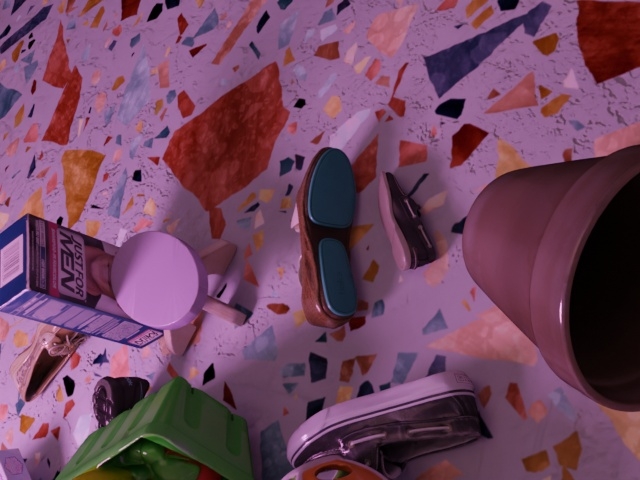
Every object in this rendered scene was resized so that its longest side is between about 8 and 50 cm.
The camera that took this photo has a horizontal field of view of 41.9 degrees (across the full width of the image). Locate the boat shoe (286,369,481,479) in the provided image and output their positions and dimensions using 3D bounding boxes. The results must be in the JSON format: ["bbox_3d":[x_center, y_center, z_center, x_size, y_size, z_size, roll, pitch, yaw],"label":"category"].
[{"bbox_3d":[0.088,0.307,1.283,0.335,0.121,0.119,-29,51,25],"label":"boat shoe"}]

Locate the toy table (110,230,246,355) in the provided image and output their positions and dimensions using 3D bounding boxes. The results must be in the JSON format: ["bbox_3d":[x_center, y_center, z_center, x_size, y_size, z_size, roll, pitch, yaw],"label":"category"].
[{"bbox_3d":[-0.275,0.097,1.643,0.274,0.161,0.252,40,97,41],"label":"toy table"}]

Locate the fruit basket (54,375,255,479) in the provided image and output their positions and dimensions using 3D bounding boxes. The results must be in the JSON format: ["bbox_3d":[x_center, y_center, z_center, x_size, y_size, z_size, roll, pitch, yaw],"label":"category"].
[{"bbox_3d":[-0.316,0.451,1.400,0.392,0.283,0.392,-39,26,24],"label":"fruit basket"}]

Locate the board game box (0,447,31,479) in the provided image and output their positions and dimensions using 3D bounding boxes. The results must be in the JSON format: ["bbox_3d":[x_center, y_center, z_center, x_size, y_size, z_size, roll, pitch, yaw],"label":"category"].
[{"bbox_3d":[-0.704,0.668,1.782,0.318,0.066,0.318,-43,64,18],"label":"board game box"}]

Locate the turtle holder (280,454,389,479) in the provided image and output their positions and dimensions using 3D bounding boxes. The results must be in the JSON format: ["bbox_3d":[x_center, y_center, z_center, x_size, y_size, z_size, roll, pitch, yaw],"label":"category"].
[{"bbox_3d":[0.033,0.458,1.212,0.243,0.320,0.227,-27,55,-8],"label":"turtle holder"}]

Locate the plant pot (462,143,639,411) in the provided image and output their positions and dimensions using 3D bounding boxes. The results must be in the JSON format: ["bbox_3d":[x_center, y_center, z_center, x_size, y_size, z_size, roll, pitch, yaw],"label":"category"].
[{"bbox_3d":[0.345,0.022,1.100,0.280,0.323,0.323,25,89,60],"label":"plant pot"}]

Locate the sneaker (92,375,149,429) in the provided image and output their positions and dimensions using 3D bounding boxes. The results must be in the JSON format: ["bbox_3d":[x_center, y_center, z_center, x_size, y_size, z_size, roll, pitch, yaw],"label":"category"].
[{"bbox_3d":[-0.396,0.398,1.670,0.101,0.106,0.267,19,105,41],"label":"sneaker"}]

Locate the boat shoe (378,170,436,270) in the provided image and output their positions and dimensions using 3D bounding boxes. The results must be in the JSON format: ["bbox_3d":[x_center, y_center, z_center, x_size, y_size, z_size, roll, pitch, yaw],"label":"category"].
[{"bbox_3d":[0.146,-0.037,1.438,0.065,0.075,0.206,-6,52,-9],"label":"boat shoe"}]

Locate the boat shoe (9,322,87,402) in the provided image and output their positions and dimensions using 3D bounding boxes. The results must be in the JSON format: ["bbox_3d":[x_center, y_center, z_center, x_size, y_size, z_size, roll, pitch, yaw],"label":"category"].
[{"bbox_3d":[-0.608,0.255,1.907,0.285,0.104,0.089,-49,52,27],"label":"boat shoe"}]

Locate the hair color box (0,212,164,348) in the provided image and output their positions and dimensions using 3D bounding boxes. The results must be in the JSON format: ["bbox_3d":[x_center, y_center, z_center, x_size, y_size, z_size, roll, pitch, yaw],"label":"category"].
[{"bbox_3d":[-0.469,0.089,1.683,0.105,0.347,0.174,-30,56,28],"label":"hair color box"}]

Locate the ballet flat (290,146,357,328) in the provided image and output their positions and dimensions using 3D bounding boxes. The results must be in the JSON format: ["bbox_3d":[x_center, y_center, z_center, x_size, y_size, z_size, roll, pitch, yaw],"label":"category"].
[{"bbox_3d":[0.000,0.000,1.513,0.124,0.116,0.342,-32,56,50],"label":"ballet flat"}]
